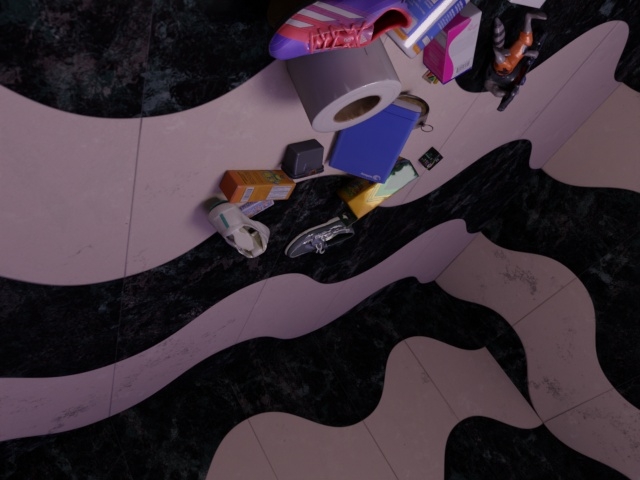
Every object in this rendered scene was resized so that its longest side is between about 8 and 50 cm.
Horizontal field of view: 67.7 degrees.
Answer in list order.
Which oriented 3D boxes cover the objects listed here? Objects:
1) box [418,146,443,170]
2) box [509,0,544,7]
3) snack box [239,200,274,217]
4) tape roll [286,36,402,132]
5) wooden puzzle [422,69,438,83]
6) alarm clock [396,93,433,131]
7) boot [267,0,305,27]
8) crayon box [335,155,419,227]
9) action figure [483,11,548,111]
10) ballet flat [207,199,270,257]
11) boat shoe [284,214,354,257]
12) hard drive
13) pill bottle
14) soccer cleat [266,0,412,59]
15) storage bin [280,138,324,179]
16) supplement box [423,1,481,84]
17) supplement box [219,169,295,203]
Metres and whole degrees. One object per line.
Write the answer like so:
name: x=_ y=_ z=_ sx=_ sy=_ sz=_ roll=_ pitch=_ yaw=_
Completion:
box: x=0.474 y=-0.351 z=2.050 sx=0.083 sy=0.052 sz=0.062 roll=-45 pitch=154 yaw=20
box: x=0.559 y=-0.733 z=1.331 sx=0.170 sy=0.130 sz=0.091 roll=-13 pitch=148 yaw=-38
snack box: x=-0.245 y=-0.103 z=1.636 sx=0.178 sy=0.022 sz=0.064 roll=-31 pitch=157 yaw=-7
tape roll: x=0.059 y=-0.400 z=1.187 sx=0.246 sy=0.169 sz=0.246 roll=-22 pitch=175 yaw=-2
wooden puzzle: x=0.380 y=-0.557 z=1.583 sx=0.116 sy=0.014 sz=0.078 roll=-3 pitch=142 yaw=-49
alarm clock: x=0.295 y=-0.403 z=1.543 sx=0.129 sy=0.192 sz=0.064 roll=-23 pitch=144 yaw=-23
boot: x=0.022 y=-0.541 z=1.064 sx=0.262 sy=0.095 sz=0.203 roll=-44 pitch=156 yaw=16
crayon box: x=0.188 y=-0.197 z=1.801 sx=0.323 sy=0.083 sz=0.203 roll=-35 pitch=-160 yaw=2
action figure: x=0.664 y=-0.652 z=1.662 sx=0.341 sy=0.178 sz=0.330 roll=-59 pitch=167 yaw=-11
ballet flat: x=-0.254 y=-0.009 z=1.615 sx=0.139 sy=0.139 sz=0.400 roll=-35 pitch=159 yaw=2
boat shoe: x=0.000 y=0.000 z=2.051 sx=0.319 sy=0.099 sz=0.116 roll=-28 pitch=156 yaw=-14
hard drive: x=0.166 y=-0.331 z=1.549 sx=0.210 sy=0.040 sz=0.319 roll=18 pitch=142 yaw=-4
pill bottle: x=0.276 y=-0.606 z=1.184 sx=0.272 sy=0.152 sz=0.152 roll=-43 pitch=155 yaw=20
soccer cleat: x=0.042 y=-0.447 z=1.000 sx=0.318 sy=0.116 sz=0.108 roll=-28 pitch=165 yaw=-10
storage bin: x=-0.048 y=-0.260 z=1.515 sx=0.135 sy=0.098 sz=0.091 roll=-20 pitch=142 yaw=-30
supplement box: x=0.381 y=-0.589 z=1.401 sx=0.111 sy=0.114 sz=0.220 roll=-31 pitch=158 yaw=-4
supplement box: x=-0.194 y=-0.173 z=1.503 sx=0.233 sy=0.078 sz=0.080 roll=-8 pitch=143 yaw=-46
